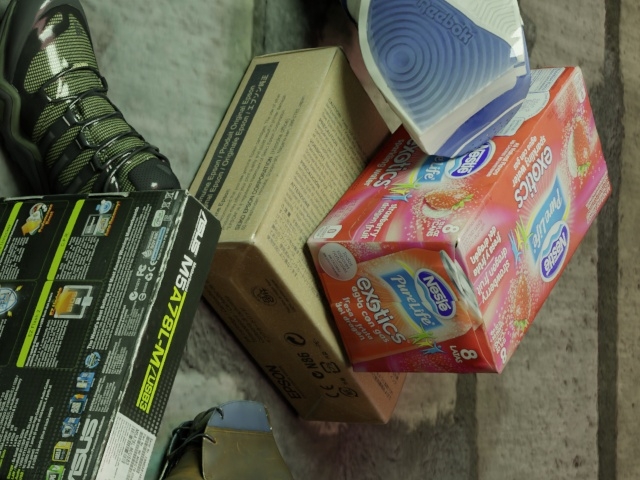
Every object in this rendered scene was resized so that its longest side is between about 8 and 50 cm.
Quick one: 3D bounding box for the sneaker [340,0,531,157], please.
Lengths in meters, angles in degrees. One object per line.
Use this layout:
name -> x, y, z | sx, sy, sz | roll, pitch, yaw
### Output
sneaker -> 0.080, -0.194, 1.312 | 0.315, 0.127, 0.182 | 63, 9, 30

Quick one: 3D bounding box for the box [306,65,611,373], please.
box -> 0.113, -0.019, 1.271 | 0.257, 0.128, 0.123 | -52, 130, -46

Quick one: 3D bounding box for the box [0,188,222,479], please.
box -> -0.163, 0.063, 0.957 | 0.045, 0.184, 0.191 | 43, 54, -45

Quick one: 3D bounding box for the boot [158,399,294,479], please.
boot -> -0.098, 0.165, 1.177 | 0.219, 0.082, 0.106 | 14, 56, -52

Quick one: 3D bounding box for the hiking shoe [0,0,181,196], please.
hiking shoe -> -0.136, -0.055, 1.063 | 0.086, 0.114, 0.227 | -27, 112, -54

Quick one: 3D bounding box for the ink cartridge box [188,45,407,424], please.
ink cartridge box -> 0.000, 0.000, 1.294 | 0.235, 0.088, 0.193 | 55, 44, -39
